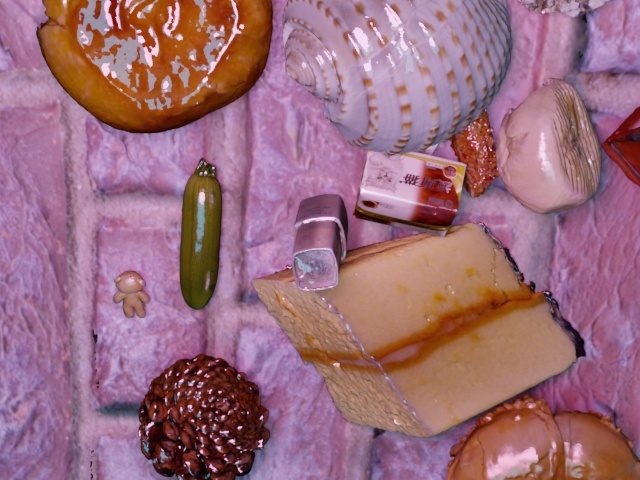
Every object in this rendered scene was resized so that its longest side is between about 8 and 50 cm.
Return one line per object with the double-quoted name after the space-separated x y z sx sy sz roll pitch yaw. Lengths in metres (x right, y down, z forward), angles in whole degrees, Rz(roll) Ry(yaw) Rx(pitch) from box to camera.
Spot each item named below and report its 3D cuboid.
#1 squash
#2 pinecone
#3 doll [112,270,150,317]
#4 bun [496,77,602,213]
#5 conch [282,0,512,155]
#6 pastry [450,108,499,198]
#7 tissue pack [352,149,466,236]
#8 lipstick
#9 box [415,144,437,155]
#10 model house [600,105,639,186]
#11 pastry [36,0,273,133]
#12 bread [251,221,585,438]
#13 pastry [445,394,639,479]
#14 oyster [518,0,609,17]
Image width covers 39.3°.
-0.193 -0.003 1.445 0.069 0.069 0.258 6 108 3 "squash"
-0.200 0.301 1.477 0.222 0.221 0.221 1 107 4 "pinecone"
-0.316 0.093 1.493 0.062 0.051 0.093 0 109 -3 "doll"
0.323 -0.135 1.314 0.128 0.178 0.193 -11 96 41 "bun"
0.111 -0.279 1.245 0.319 0.215 0.302 -28 89 10 "conch"
0.234 -0.150 1.363 0.063 0.087 0.169 -19 106 -4 "pastry"
0.133 -0.075 1.364 0.149 0.106 0.099 13 70 1 "tissue pack"
0.000 0.000 1.335 0.079 0.253 0.077 -9 107 5 "lipstick"
0.144 -0.166 1.392 0.083 0.024 0.054 31 105 -5 "box"
0.569 -0.167 1.293 0.196 0.160 0.254 45 77 -9 "model house"
-0.241 -0.319 1.306 0.356 0.164 0.355 2 103 8 "pastry"
0.164 0.131 1.484 0.405 0.242 0.345 -28 101 -22 "bread"
0.355 0.376 1.460 0.316 0.184 0.284 -6 125 3 "pastry"
0.281 -0.397 1.249 0.199 0.087 0.252 -37 92 -26 "oyster"
